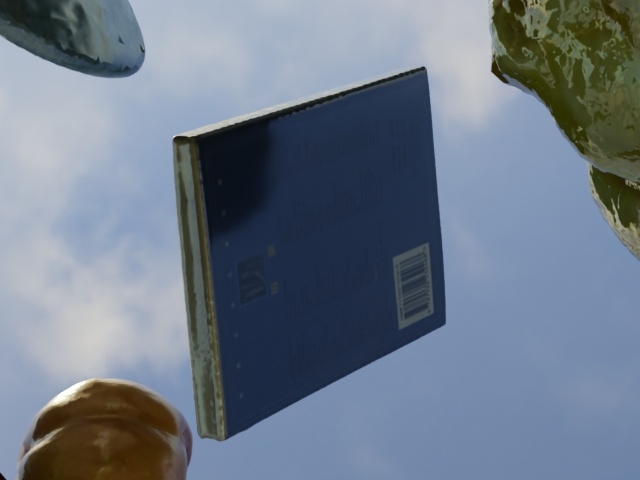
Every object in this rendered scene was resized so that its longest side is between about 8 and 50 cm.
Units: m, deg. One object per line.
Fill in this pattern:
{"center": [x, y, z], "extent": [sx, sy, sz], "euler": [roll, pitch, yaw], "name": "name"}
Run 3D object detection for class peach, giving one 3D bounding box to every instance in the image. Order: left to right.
{"center": [-0.161, 0.173, 1.438], "extent": [0.138, 0.138, 0.138], "euler": [-5, -146, 3], "name": "peach"}

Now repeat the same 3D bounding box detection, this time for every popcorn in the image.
{"center": [0.247, -0.133, 1.150], "extent": [0.321, 0.290, 0.325], "euler": [-25, -152, 39], "name": "popcorn"}

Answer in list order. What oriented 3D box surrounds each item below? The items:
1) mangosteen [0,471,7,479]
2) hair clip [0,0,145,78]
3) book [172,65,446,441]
{"center": [-0.286, 0.224, 1.348], "extent": [0.166, 0.166, 0.180], "euler": [-8, -129, -2], "name": "mangosteen"}
{"center": [-0.293, -0.183, 1.012], "extent": [0.238, 0.318, 0.392], "euler": [-26, -179, 9], "name": "hair clip"}
{"center": [0.000, 0.000, 1.274], "extent": [0.025, 0.190, 0.269], "euler": [4, -164, 34], "name": "book"}
